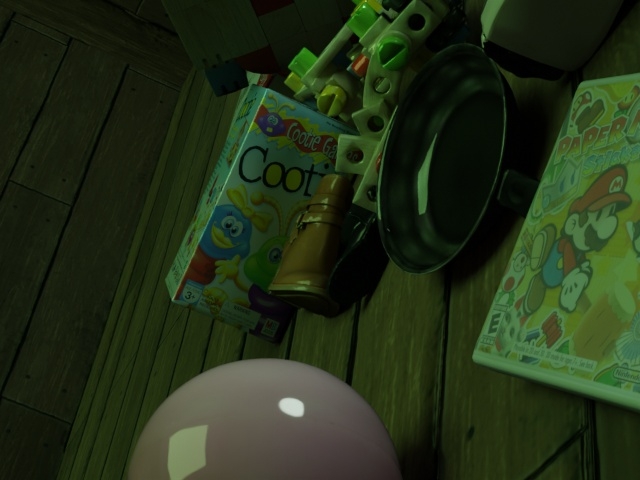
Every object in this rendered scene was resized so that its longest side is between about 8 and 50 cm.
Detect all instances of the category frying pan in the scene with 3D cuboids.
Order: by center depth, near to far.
[{"bbox_3d":[0.136,-0.074,0.988,0.326,0.053,0.197,-14,66,61],"label":"frying pan"}]

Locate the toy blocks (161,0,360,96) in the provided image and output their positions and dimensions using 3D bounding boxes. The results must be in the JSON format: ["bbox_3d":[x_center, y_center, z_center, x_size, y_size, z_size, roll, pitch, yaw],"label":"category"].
[{"bbox_3d":[-0.031,-0.299,1.538,0.261,0.381,0.191,65,-172,-50],"label":"toy blocks"}]

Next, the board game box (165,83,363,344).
[{"bbox_3d":[-0.069,-0.036,1.532,0.275,0.142,0.144,-66,13,5],"label":"board game box"}]

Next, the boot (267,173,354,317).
[{"bbox_3d":[0.000,0.000,1.366,0.152,0.073,0.197,-65,15,-5],"label":"boot"}]

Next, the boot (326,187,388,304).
[{"bbox_3d":[0.039,0.003,1.269,0.121,0.045,0.099,-59,16,3],"label":"boot"}]

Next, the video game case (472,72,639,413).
[{"bbox_3d":[0.184,-0.006,0.735,0.206,0.026,0.227,-68,19,-6],"label":"video game case"}]

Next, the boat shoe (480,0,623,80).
[{"bbox_3d":[0.213,-0.289,0.909,0.340,0.127,0.158,125,155,-42],"label":"boat shoe"}]

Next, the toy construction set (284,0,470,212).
[{"bbox_3d":[0.057,-0.171,1.260,0.215,0.151,0.328,-47,24,16],"label":"toy construction set"}]

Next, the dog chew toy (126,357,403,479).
[{"bbox_3d":[-0.042,0.249,0.871,0.207,0.206,0.332,-53,26,43],"label":"dog chew toy"}]

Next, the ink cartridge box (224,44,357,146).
[{"bbox_3d":[-0.031,-0.260,1.820,0.197,0.114,0.273,-51,22,50],"label":"ink cartridge box"}]
